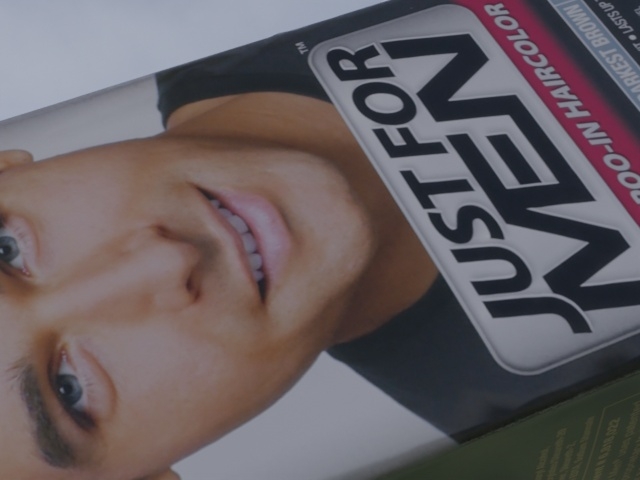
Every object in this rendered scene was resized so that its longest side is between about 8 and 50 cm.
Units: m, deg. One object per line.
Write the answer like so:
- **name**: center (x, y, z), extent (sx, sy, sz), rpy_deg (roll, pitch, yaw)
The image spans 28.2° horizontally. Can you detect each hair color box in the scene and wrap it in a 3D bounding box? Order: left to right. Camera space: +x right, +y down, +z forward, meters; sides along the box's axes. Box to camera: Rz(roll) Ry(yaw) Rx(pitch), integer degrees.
- **hair color box**: center (-0.020, 0.035, 0.456), extent (0.375, 0.185, 0.113), rpy_deg (-20, -35, -14)

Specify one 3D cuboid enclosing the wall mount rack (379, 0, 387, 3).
- **wall mount rack**: center (0.000, 0.000, 0.712), extent (0.304, 0.130, 0.350), rpy_deg (-38, -4, -24)
